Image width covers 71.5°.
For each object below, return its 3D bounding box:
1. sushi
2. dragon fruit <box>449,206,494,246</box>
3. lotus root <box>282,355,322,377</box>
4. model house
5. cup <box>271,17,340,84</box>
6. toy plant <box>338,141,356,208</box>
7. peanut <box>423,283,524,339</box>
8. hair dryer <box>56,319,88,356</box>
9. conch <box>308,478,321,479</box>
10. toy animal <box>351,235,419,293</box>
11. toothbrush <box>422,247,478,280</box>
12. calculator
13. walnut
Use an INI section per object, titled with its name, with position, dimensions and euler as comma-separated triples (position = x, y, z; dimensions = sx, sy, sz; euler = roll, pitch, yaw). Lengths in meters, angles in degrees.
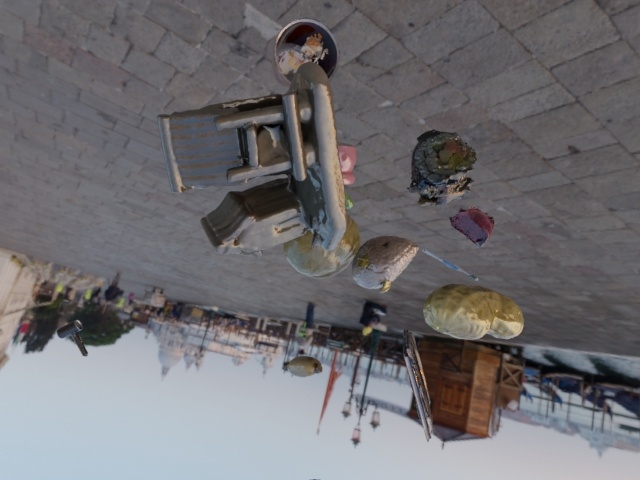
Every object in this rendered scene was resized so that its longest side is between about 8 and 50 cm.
[sushi]
position = 0.424, -0.241, 1.565
dimensions = 0.239, 0.224, 0.218
euler = -6, 149, 16
[dragon fruit]
position = 0.526, -0.063, 1.504
dimensions = 0.147, 0.096, 0.102
euler = 45, 156, 10
[lotus root]
position = -0.053, 0.385, 1.362
dimensions = 0.150, 0.062, 0.073
euler = -11, 178, 40
[model house]
position = -0.077, -0.079, 0.516
dimensions = 0.188, 0.122, 0.229
euler = -12, 123, -8
[cup]
position = -0.073, -0.568, 1.416
dimensions = 0.203, 0.202, 0.288
euler = 19, -172, -17
[toy plant]
position = 0.043, -0.264, 1.964
dimensions = 0.211, 0.355, 0.317
euler = 1, -164, -6
[peanut]
position = 0.405, 0.190, 1.161
dimensions = 0.306, 0.146, 0.147
euler = 6, 171, -31
[hair dryer]
position = -0.538, 0.221, 0.980
dimensions = 0.047, 0.083, 0.026
euler = -27, -172, -2
[conch]
position = -0.069, 0.831, 1.179
dimensions = 0.297, 0.352, 0.209
euler = 10, 130, 48
[toy animal]
position = 0.229, 0.092, 1.806
dimensions = 0.188, 0.226, 0.358
euler = 47, 155, -3
[toothbrush]
position = 0.330, 0.060, 1.139
dimensions = 0.162, 0.014, 0.017
euler = 34, -156, 34
[calculator]
position = 0.274, 0.397, 1.244
dimensions = 0.028, 0.273, 0.166
euler = -14, -174, 15
[walnut]
position = 0.000, -0.001, 1.609
dimensions = 0.253, 0.277, 0.282
euler = 44, -173, -27
